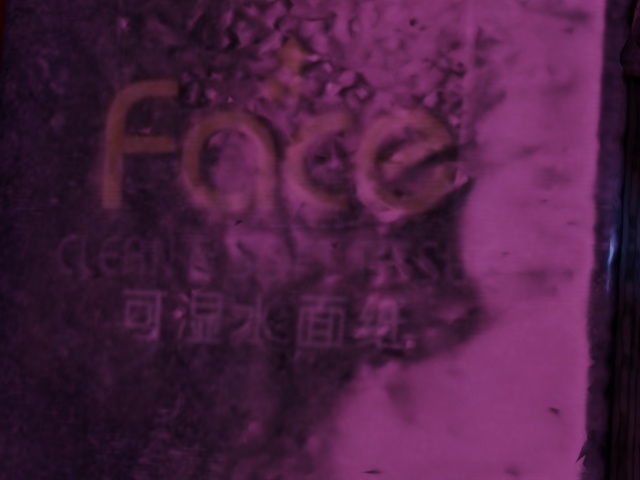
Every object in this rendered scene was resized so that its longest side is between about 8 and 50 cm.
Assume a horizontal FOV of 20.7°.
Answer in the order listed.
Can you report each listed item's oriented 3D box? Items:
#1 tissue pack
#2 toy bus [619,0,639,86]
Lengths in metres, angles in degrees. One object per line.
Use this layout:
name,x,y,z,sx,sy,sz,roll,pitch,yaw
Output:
tissue pack,0.000,0.000,0.605,0.228,0.103,0.316,2,85,19
toy bus,0.169,-0.062,0.478,0.133,0.234,0.116,26,93,19
